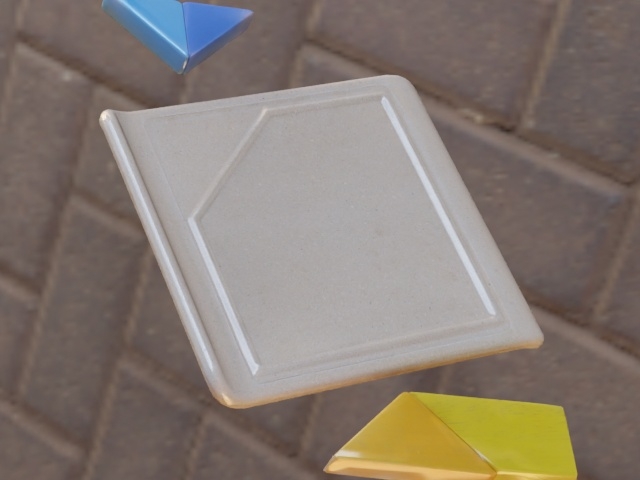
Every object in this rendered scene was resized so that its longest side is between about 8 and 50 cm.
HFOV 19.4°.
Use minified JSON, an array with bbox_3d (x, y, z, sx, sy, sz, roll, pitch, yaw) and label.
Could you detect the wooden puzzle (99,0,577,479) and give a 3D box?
[{"bbox_3d":[0.000,0.000,0.356,0.014,0.078,0.116,119,142,-47],"label":"wooden puzzle"}]
